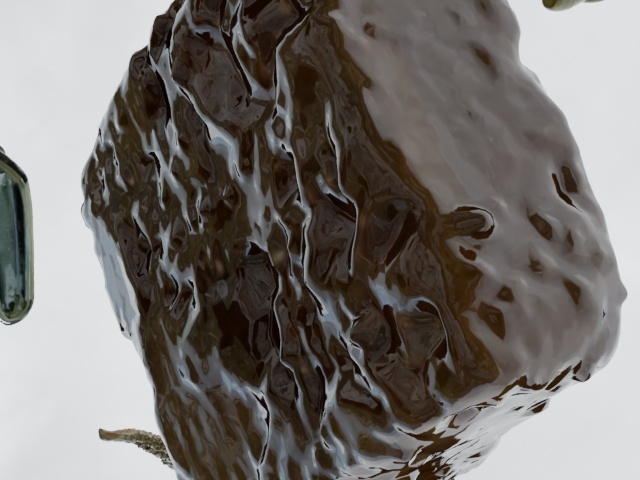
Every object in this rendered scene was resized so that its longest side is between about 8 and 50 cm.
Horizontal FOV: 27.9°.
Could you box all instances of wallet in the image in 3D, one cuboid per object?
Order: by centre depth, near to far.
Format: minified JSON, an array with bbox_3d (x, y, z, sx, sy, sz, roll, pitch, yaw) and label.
[{"bbox_3d":[-0.391,-0.036,1.437,0.250,0.075,0.176,36,-50,49],"label":"wallet"}]

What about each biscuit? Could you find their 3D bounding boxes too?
[{"bbox_3d":[0.000,0.000,0.795,0.395,0.166,0.343,-48,-119,55],"label":"biscuit"}]

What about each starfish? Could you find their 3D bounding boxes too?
[{"bbox_3d":[-0.078,0.235,1.367,0.231,0.295,0.048,-16,-125,38],"label":"starfish"}]

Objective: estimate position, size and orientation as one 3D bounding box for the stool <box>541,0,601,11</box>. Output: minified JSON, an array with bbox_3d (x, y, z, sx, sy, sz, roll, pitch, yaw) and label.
[{"bbox_3d":[0.236,-0.284,1.234,0.134,0.110,0.135,-15,-94,44],"label":"stool"}]

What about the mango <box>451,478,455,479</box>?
[{"bbox_3d":[0.039,0.320,1.438,0.151,0.248,0.156,44,-26,33],"label":"mango"}]
